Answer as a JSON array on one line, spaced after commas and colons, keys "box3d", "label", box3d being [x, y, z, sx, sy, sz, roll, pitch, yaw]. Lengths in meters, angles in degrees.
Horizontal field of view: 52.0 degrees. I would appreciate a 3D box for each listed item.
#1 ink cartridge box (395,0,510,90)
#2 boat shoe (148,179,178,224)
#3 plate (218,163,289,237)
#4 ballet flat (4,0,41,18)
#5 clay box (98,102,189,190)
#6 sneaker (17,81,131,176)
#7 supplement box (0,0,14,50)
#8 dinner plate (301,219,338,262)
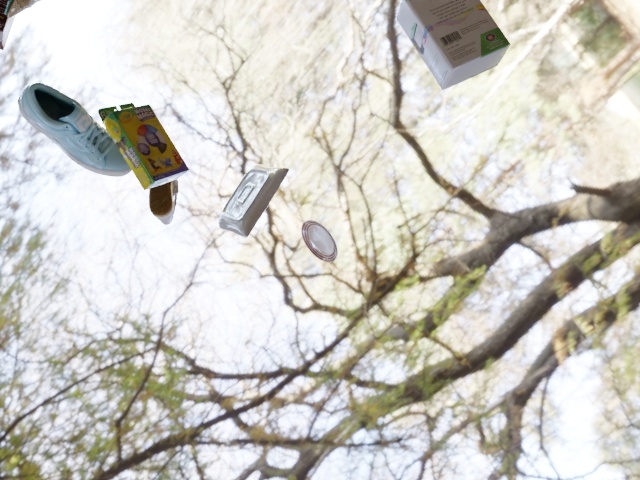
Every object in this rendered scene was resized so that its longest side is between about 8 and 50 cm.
[{"box3d": [0.375, -0.604, 1.888, 0.278, 0.201, 0.117, 61, 167, 14], "label": "ink cartridge box"}, {"box3d": [-0.510, -0.175, 2.132, 0.098, 0.096, 0.277, -3, -121, 0], "label": "boat shoe"}, {"box3d": [-0.247, -0.152, 2.274, 0.045, 0.278, 0.277, 36, 171, -27], "label": "plate"}, {"box3d": [-0.641, -0.581, 1.470, 0.067, 0.073, 0.206, 22, -99, -32], "label": "ballet flat"}, {"box3d": [-0.425, -0.240, 1.577, 0.222, 0.053, 0.127, 59, -145, -2], "label": "clay box"}, {"box3d": [-0.686, -0.310, 1.864, 0.366, 0.150, 0.135, 33, -111, -21], "label": "sneaker"}, {"box3d": [-0.770, -0.603, 1.597, 0.073, 0.130, 0.240, 17, -103, -23], "label": "supplement box"}, {"box3d": [0.000, 0.000, 1.877, 0.017, 0.141, 0.141, -35, -97, -33], "label": "dinner plate"}]
